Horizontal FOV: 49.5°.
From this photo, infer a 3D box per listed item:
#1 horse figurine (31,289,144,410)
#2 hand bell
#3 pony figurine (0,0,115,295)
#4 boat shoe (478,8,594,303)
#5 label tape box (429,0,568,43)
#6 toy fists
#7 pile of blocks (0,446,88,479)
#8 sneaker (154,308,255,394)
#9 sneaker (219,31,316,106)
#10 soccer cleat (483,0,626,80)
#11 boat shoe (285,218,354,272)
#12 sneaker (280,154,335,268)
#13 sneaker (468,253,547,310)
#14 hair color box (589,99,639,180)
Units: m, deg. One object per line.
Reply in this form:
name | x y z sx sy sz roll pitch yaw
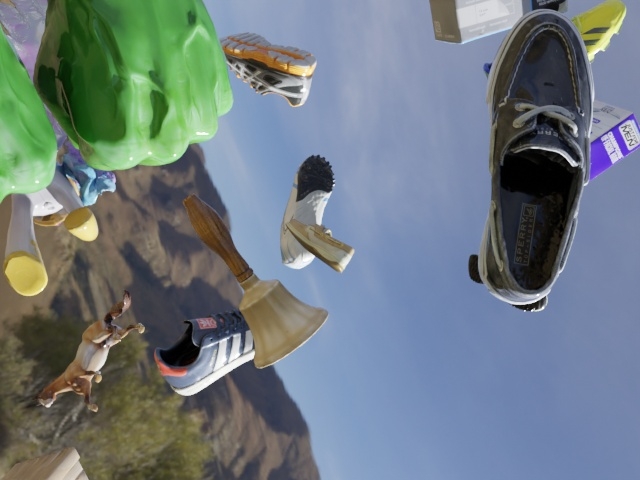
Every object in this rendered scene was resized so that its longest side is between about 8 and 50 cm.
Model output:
horse figurine | -0.444 0.225 1.371 0.174 0.263 0.066 -1 -32 48
hand bell | -0.110 0.041 0.942 0.242 0.126 0.126 54 -11 -8
pony figurine | -0.405 -0.128 0.896 0.351 0.303 0.363 65 -10 -20
boat shoe | 0.209 -0.089 0.670 0.102 0.108 0.301 52 49 -81
label tape box | 0.324 -0.580 1.320 0.115 0.249 0.347 -134 -152 -61
toy fists | -0.186 -0.103 0.466 0.096 0.279 0.142 -6 -77 51
pile of blocks | -0.373 0.401 0.884 0.112 0.149 0.362 68 -11 -13
sneaker | -0.222 0.208 1.592 0.131 0.350 0.148 44 -11 50
sneaker | -0.103 -0.285 1.144 0.215 0.084 0.083 29 -46 30
soccer cleat | 0.454 -0.384 1.368 0.289 0.121 0.093 -33 -150 35
boat shoe | 0.000 0.000 1.072 0.135 0.045 0.050 37 -10 35
sneaker | -0.032 -0.058 1.317 0.086 0.085 0.237 -29 -137 54
sneaker | 0.298 0.056 1.050 0.161 0.075 0.057 34 -52 58
hair color box | 0.667 -0.227 1.870 0.110 0.339 0.185 52 5 -24
